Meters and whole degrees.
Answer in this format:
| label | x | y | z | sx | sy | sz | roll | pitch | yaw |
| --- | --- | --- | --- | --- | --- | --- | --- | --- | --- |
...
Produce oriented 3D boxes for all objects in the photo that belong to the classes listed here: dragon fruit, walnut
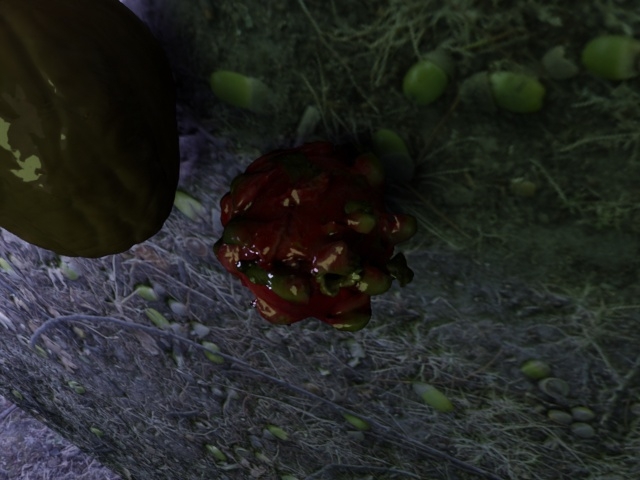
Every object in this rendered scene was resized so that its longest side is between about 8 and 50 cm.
| label | x | y | z | sx | sy | sz | roll | pitch | yaw |
| --- | --- | --- | --- | --- | --- | --- | --- | --- | --- |
| dragon fruit | 0.000 | 0.000 | 0.506 | 0.167 | 0.172 | 0.160 | 14 | 117 | -16 |
| walnut | -0.228 | -0.101 | 0.538 | 0.225 | 0.225 | 0.261 | 18 | 150 | 19 |
